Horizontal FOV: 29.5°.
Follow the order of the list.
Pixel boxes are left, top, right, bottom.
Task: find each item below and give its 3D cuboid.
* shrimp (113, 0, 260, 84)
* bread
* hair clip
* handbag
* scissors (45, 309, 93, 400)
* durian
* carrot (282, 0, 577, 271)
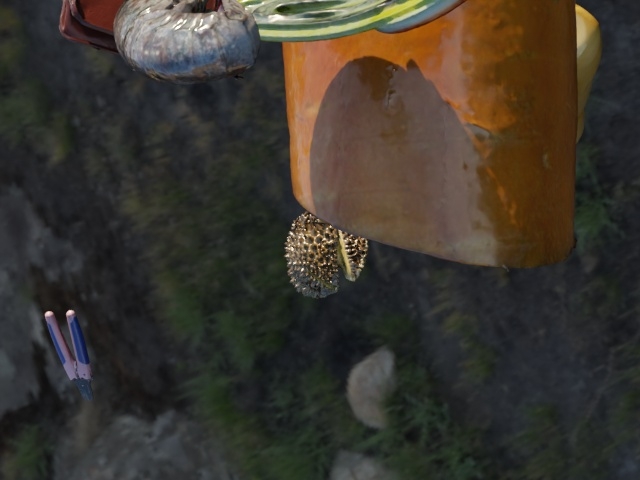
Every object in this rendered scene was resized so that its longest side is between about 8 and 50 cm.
[{"bbox_3d":[-0.070,-0.109,0.599,0.165,0.065,0.056,-114,9,-62],"label":"shrimp"},{"bbox_3d":[0.234,-0.176,1.371,0.142,0.091,0.305,21,166,13],"label":"bread"},{"bbox_3d":[0.023,-0.132,0.660,0.188,0.060,0.033,-6,132,38],"label":"hair clip"},{"bbox_3d":[-0.299,-0.438,2.080,0.084,0.260,0.275,139,139,-57],"label":"handbag"},{"bbox_3d":[-0.270,0.127,1.338,0.039,0.012,0.113,-5,113,23],"label":"scissors"},{"bbox_3d":[0.001,-0.002,1.406,0.110,0.140,0.071,-23,123,22],"label":"durian"},{"bbox_3d":[0.066,-0.150,0.796,0.214,0.193,0.331,-177,84,-66],"label":"carrot"}]
